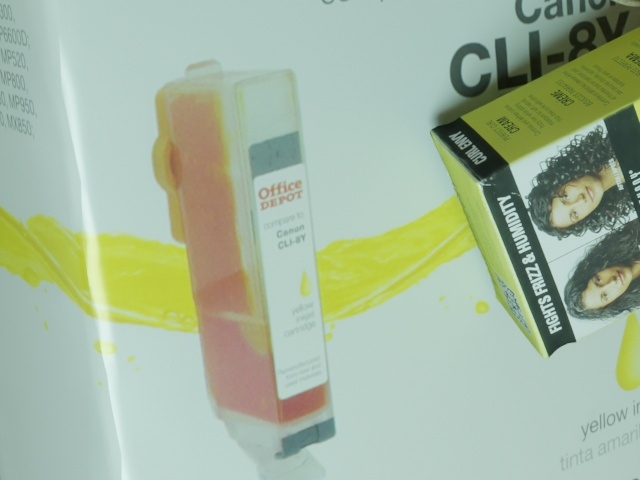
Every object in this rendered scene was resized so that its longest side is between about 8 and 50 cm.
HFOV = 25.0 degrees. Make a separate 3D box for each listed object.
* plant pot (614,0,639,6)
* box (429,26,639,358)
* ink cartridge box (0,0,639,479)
[{"bbox_3d":[0.084,-0.206,0.298,0.215,0.215,0.230,48,116,0],"label":"plant pot"},{"bbox_3d":[0.164,-0.049,0.539,0.087,0.232,0.058,66,176,-28],"label":"box"},{"bbox_3d":[0.000,0.000,0.626,0.160,0.279,0.385,21,121,57],"label":"ink cartridge box"}]
